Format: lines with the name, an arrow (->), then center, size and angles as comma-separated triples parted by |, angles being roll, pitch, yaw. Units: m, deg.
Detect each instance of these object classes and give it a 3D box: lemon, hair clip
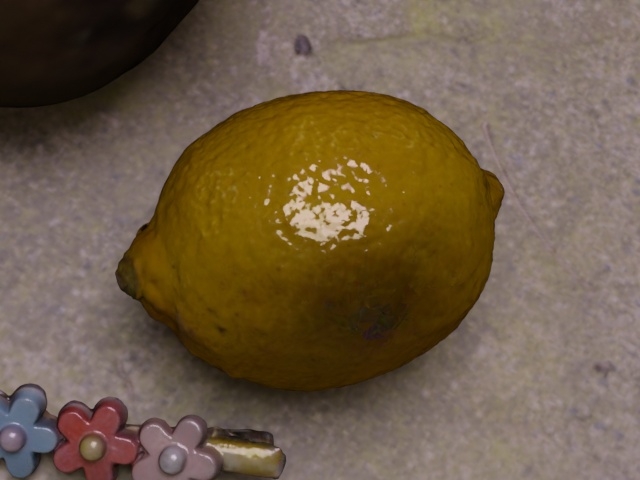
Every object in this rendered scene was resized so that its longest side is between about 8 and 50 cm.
lemon -> 0.000, 0.000, 0.969 | 0.257, 0.188, 0.188 | -16, 69, -14
hair clip -> -0.128, 0.126, 0.958 | 0.214, 0.056, 0.062 | 7, 97, -8

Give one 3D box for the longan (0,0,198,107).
longan -> -0.183, -0.239, 0.982 | 0.319, 0.319, 0.318 | 4, 64, -9
